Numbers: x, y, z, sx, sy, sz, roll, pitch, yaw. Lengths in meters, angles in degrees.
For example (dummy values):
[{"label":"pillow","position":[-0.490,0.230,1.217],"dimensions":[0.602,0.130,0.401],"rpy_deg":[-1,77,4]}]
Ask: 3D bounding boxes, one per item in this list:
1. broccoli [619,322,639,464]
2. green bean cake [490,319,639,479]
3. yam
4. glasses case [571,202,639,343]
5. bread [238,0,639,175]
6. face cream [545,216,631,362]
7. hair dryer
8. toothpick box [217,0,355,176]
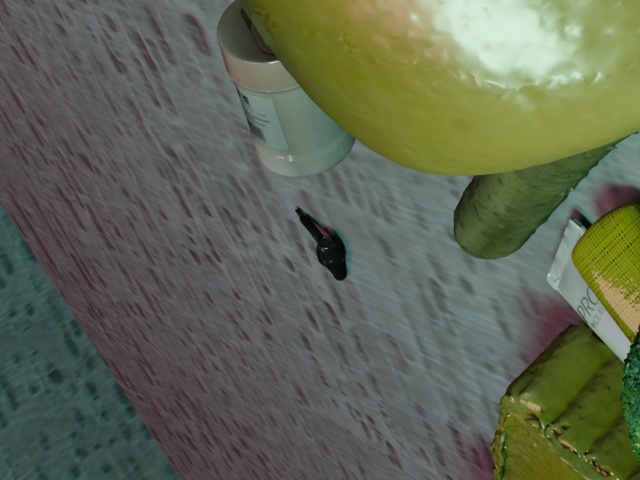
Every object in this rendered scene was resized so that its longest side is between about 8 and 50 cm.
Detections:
[{"label":"broccoli","position":[0.304,0.095,1.024],"dimensions":[0.241,0.261,0.269],"rpy_deg":[-12,129,24]},{"label":"green bean cake","position":[0.259,0.198,1.399],"dimensions":[0.230,0.131,0.224],"rpy_deg":[38,160,22]},{"label":"yam","position":[0.167,-0.067,1.189],"dimensions":[0.083,0.083,0.371],"rpy_deg":[48,160,6]},{"label":"glasses case","position":[0.280,0.074,1.204],"dimensions":[0.234,0.064,0.079],"rpy_deg":[49,125,7]},{"label":"bread","position":[0.044,-0.225,0.881],"dimensions":[0.376,0.253,0.348],"rpy_deg":[60,175,-21]},{"label":"face cream","position":[0.271,0.088,1.289],"dimensions":[0.243,0.058,0.092],"rpy_deg":[47,152,22]},{"label":"hair dryer","position":[0.000,0.000,1.770],"dimensions":[0.083,0.031,0.079],"rpy_deg":[56,174,28]},{"label":"toothpick box","position":[-0.027,-0.139,1.448],"dimensions":[0.098,0.098,0.149],"rpy_deg":[36,157,35]}]
